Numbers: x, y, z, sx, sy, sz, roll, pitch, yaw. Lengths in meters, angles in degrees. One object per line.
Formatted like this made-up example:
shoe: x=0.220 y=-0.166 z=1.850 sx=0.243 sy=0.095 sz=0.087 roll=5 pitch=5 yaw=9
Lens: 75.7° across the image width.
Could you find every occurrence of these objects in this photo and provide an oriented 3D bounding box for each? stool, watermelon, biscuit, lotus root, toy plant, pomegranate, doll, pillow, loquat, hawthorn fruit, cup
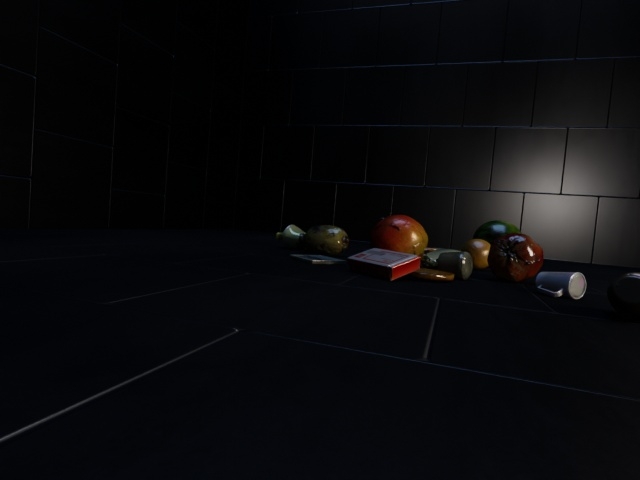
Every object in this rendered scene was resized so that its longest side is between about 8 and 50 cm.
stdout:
stool: x=0.456 y=0.084 z=1.403 sx=0.110 sy=0.096 sz=0.096 roll=2 pitch=1 yaw=36
watermelon: x=0.883 y=0.016 z=2.050 sx=0.243 sy=0.242 sz=0.242 roll=5 pitch=3 yaw=0
biscuit: x=0.335 y=0.110 z=1.329 sx=0.188 sy=0.027 sz=0.188 roll=6 pitch=2 yaw=0
lotus root: x=0.000 y=-0.002 z=1.935 sx=0.278 sy=0.153 sz=0.154 roll=1 pitch=1 yaw=28
toy plant: x=0.711 y=0.127 z=0.905 sx=0.200 sy=0.105 sz=0.143 roll=17 pitch=2 yaw=-41
pomegranate: x=0.292 y=0.013 z=1.475 sx=0.235 sy=0.210 sz=0.210 roll=28 pitch=9 yaw=14
doll: x=-0.091 y=0.002 z=2.104 sx=0.296 sy=0.117 sz=0.141 roll=23 pitch=6 yaw=33
pillow: x=0.435 y=0.074 z=1.766 sx=0.275 sy=0.076 sz=0.281 roll=3 pitch=7 yaw=40
loquat: x=0.687 y=0.059 z=1.803 sx=0.141 sy=0.141 sz=0.141 roll=5 pitch=3 yaw=0
hawthorn fruit: x=0.685 y=0.070 z=1.454 sx=0.181 sy=0.181 sz=0.235 roll=6 pitch=-17 yaw=31
cup: x=0.678 y=0.131 z=1.179 sx=0.104 sy=0.074 sz=0.116 roll=-28 pitch=13 yaw=-23

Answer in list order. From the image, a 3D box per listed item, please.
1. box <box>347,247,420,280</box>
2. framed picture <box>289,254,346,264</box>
box: x=0.199 y=0.072 z=1.313 sx=0.123 sy=0.050 sz=0.229 roll=-19 pitch=14 yaw=-27
framed picture: x=-0.013 y=0.073 z=1.611 sx=0.150 sy=0.015 sz=0.203 roll=3 pitch=3 yaw=-28
